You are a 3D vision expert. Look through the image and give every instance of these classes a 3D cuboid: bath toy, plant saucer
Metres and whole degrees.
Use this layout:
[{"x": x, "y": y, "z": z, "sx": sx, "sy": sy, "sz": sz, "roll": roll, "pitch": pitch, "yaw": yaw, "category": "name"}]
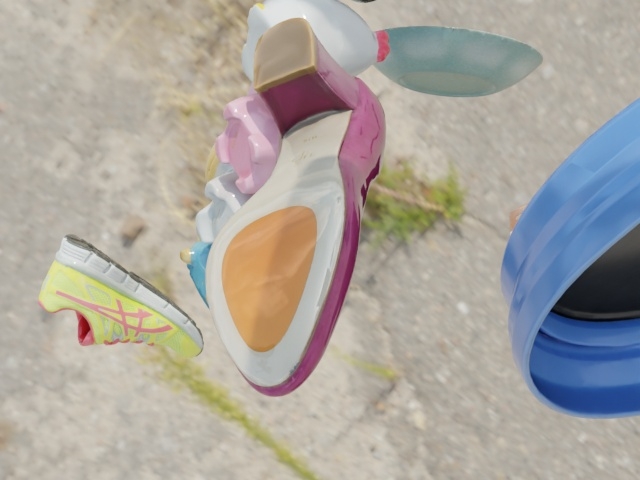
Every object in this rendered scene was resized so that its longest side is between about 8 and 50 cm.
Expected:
[{"x": -0.034, "y": -0.089, "z": 1.510, "sx": 0.151, "sy": 0.129, "sz": 0.348, "roll": 61, "pitch": 147, "yaw": 33, "category": "bath toy"}, {"x": 0.134, "y": -0.180, "z": 1.740, "sx": 0.195, "sy": 0.195, "sz": 0.037, "roll": 3, "pitch": 81, "yaw": 27, "category": "plant saucer"}]

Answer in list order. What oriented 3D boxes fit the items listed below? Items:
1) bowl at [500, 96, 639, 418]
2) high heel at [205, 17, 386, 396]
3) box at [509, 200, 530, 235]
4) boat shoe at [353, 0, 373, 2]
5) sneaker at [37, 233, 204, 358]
[{"x": 0.297, "y": -0.015, "z": 1.088, "sx": 0.391, "sy": 0.391, "sz": 0.077, "roll": -31, "pitch": 61, "yaw": 13, "category": "bowl"}, {"x": 0.000, "y": 0.000, "z": 0.887, "sx": 0.082, "sy": 0.117, "sz": 0.244, "roll": -21, "pitch": 45, "yaw": 17, "category": "high heel"}, {"x": 0.277, "y": -0.021, "z": 1.605, "sx": 0.170, "sy": 0.130, "sz": 0.091, "roll": -30, "pitch": 96, "yaw": 10, "category": "box"}, {"x": 0.037, "y": -0.278, "z": 1.667, "sx": 0.233, "sy": 0.084, "sz": 0.079, "roll": -6, "pitch": 68, "yaw": 50, "category": "boat shoe"}, {"x": -0.214, "y": 0.079, "z": 1.760, "sx": 0.094, "sy": 0.208, "sz": 0.081, "roll": -56, "pitch": 31, "yaw": -3, "category": "sneaker"}]
